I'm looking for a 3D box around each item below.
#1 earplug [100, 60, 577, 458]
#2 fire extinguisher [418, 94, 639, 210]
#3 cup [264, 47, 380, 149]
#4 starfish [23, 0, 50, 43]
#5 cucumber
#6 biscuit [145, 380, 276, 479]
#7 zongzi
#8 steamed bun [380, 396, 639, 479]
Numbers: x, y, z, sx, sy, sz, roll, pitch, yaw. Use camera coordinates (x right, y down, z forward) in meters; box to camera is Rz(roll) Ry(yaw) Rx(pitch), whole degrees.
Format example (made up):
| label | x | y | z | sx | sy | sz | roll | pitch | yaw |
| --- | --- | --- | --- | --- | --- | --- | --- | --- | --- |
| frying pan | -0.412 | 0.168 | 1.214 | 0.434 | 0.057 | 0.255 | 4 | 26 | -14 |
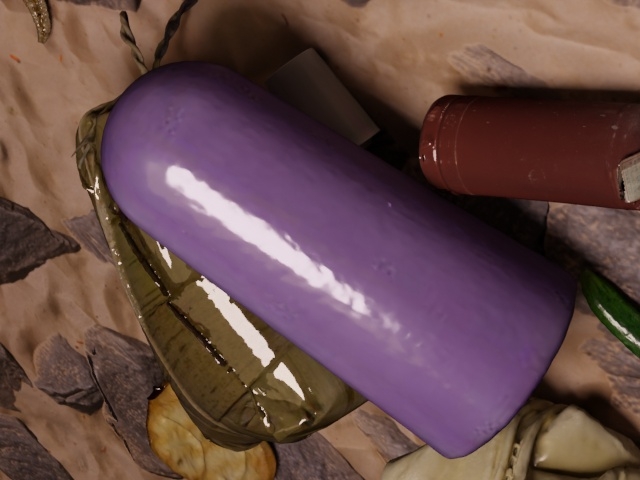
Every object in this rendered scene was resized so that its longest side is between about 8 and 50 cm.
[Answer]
| label | x | y | z | sx | sy | sz | roll | pitch | yaw |
| --- | --- | --- | --- | --- | --- | --- | --- | --- | --- |
| earplug | 0.000 | 0.000 | 1.230 | 0.455 | 0.215 | 0.215 | 34 | 140 | -7 |
| fire extinguisher | 0.219 | -0.081 | 1.143 | 0.269 | 0.105 | 0.105 | 8 | 126 | 38 |
| cup | -0.002 | -0.128 | 1.333 | 0.116 | 0.074 | 0.104 | 53 | 168 | -1 |
| starfish | -0.368 | -0.327 | 1.500 | 0.213 | 0.057 | 0.238 | 48 | 145 | -13 |
| cucumber | 0.307 | 0.091 | 1.251 | 0.168 | 0.039 | 0.039 | 42 | 140 | 11 |
| biscuit | -0.159 | 0.269 | 1.809 | 0.203 | 0.041 | 0.260 | 52 | 141 | -10 |
| zongzi | -0.181 | 0.031 | 1.513 | 0.500 | 0.218 | 0.467 | 55 | 146 | -3 |
| steamed bun | 0.236 | 0.292 | 1.319 | 0.203 | 0.276 | 0.289 | -50 | 60 | 39 |
